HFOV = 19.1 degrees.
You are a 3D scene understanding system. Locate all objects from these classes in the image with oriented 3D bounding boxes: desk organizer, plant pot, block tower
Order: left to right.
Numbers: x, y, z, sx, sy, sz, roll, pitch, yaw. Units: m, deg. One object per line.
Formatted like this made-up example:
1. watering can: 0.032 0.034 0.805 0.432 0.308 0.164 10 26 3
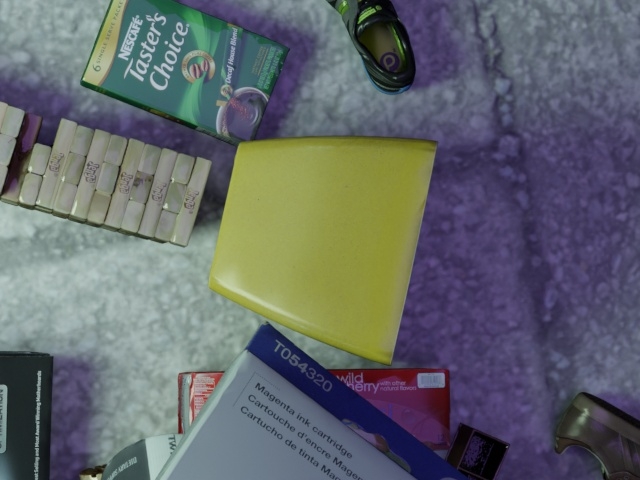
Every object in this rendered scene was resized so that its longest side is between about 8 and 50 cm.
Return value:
1. block tower: -0.282 -0.078 1.844 0.336 0.097 0.091 16 86 -8
2. plant pot: 0.000 0.000 1.846 0.187 0.212 0.212 11 86 3
3. desk organizer: 0.143 0.255 1.934 0.047 0.050 0.130 24 85 -9

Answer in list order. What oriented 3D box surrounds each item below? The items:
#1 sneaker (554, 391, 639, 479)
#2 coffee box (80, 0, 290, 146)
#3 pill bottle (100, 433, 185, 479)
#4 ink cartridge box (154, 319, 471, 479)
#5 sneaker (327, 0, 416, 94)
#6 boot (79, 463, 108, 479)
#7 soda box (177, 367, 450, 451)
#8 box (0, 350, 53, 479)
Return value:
1. sneaker: 0.329 0.230 1.972 0.188 0.066 0.071 32 100 -3
2. coffee box: -0.136 -0.174 1.898 0.184 0.040 0.113 22 85 -9
3. pill bottle: -0.127 0.305 1.727 0.130 0.245 0.130 -7 133 -7
4. ink cartridge box: 0.019 0.254 1.713 0.324 0.071 0.330 37 46 -5
5. sneaker: 0.047 -0.236 1.914 0.067 0.078 0.188 -29 93 -10
6. boot: -0.154 0.257 1.880 0.158 0.059 0.084 -8 93 -2
7. soda box: -0.007 0.169 1.887 0.263 0.092 0.083 0 86 -11
8. box: -0.379 0.256 1.785 0.242 0.076 0.307 3 88 -33
